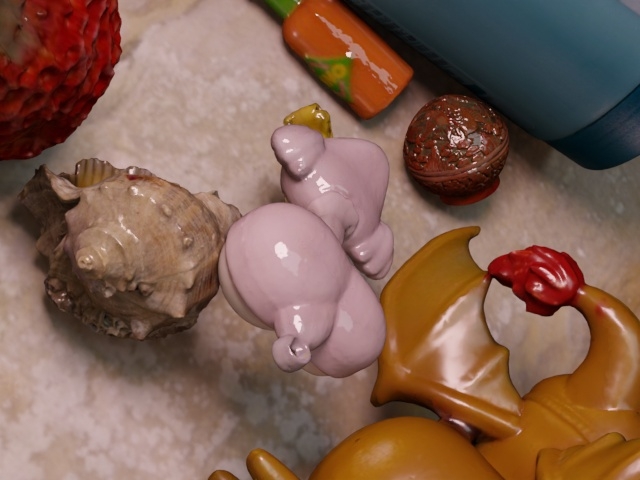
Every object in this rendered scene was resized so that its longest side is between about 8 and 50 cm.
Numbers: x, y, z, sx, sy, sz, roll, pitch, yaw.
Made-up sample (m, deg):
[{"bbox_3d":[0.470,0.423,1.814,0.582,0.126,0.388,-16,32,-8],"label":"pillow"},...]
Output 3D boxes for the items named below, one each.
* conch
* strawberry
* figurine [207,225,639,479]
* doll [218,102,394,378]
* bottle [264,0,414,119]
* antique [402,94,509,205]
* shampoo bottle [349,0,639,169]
[{"bbox_3d":[-0.146,-0.007,1.536,0.178,0.163,0.245,49,27,9],"label":"conch"},{"bbox_3d":[-0.281,-0.194,1.432,0.292,0.310,0.292,9,67,-22],"label":"strawberry"},{"bbox_3d":[0.132,0.198,1.566,0.387,0.268,0.401,-28,53,-19],"label":"figurine"},{"bbox_3d":[0.001,0.000,1.546,0.160,0.094,0.365,55,24,-19],"label":"doll"},{"bbox_3d":[0.000,-0.195,1.738,0.187,0.069,0.069,44,56,-7],"label":"bottle"},{"bbox_3d":[0.126,-0.087,1.749,0.104,0.104,0.104,11,67,-27],"label":"antique"},{"bbox_3d":[0.205,-0.291,1.733,0.342,0.331,0.331,33,59,-15],"label":"shampoo bottle"}]
